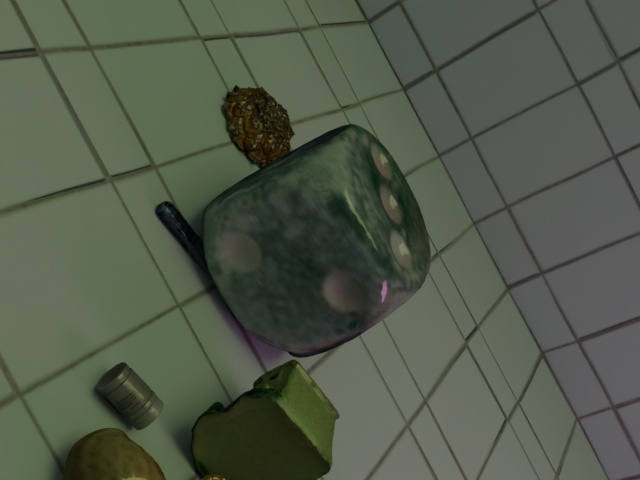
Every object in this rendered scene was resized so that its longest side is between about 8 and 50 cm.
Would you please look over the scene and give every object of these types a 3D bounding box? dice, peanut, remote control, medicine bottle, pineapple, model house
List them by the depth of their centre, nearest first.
[{"bbox_3d":[-0.254,0.400,1.091,0.149,0.149,0.313,13,54,-53],"label":"peanut"},{"bbox_3d":[-0.286,0.234,1.240,0.091,0.058,0.058,52,32,-18],"label":"medicine bottle"},{"bbox_3d":[-0.094,0.301,1.360,0.195,0.214,0.189,50,24,-10],"label":"model house"},{"bbox_3d":[-0.248,-0.009,1.524,0.153,0.027,0.043,54,22,-19],"label":"remote control"},{"bbox_3d":[0.000,0.000,1.581,0.348,0.330,0.328,61,26,-11],"label":"dice"},{"bbox_3d":[-0.129,-0.265,1.860,0.224,0.076,0.225,34,43,-39],"label":"pineapple"}]

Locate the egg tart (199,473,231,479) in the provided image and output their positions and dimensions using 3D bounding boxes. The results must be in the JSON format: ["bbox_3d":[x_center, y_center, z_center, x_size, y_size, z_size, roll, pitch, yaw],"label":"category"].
[{"bbox_3d":[-0.168,0.417,1.281,0.105,0.039,0.105,14,65,-32],"label":"egg tart"}]
